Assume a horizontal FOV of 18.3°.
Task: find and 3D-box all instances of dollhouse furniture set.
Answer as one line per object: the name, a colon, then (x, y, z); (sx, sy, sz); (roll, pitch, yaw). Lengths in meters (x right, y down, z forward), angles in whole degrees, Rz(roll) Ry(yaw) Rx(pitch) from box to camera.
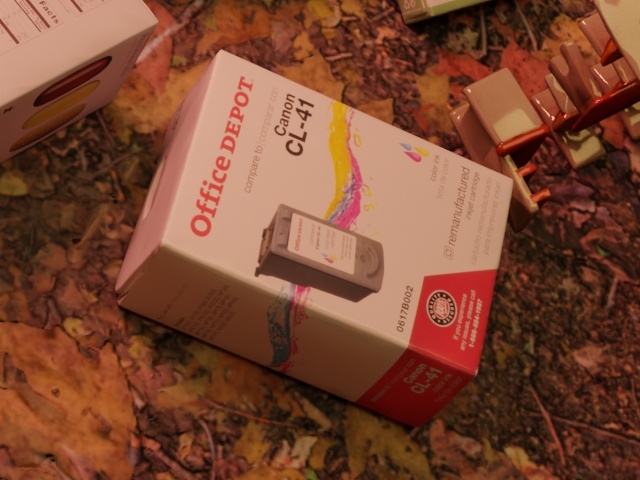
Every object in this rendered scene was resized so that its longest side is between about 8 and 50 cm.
dollhouse furniture set: (0.267, -0.127, 1.898); (0.259, 0.262, 0.135); (-26, 79, -14)

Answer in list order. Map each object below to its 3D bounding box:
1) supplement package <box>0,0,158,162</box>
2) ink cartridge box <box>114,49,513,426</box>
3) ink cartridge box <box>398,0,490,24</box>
supplement package: (-0.285, -0.155, 1.710); (0.244, 0.139, 0.134); (-34, 80, -35)
ink cartridge box: (0.000, 0.000, 1.772); (0.306, 0.131, 0.226); (24, 56, -15)
ink cartridge box: (0.134, -0.354, 2.022); (0.171, 0.056, 0.235); (-19, 96, -32)
